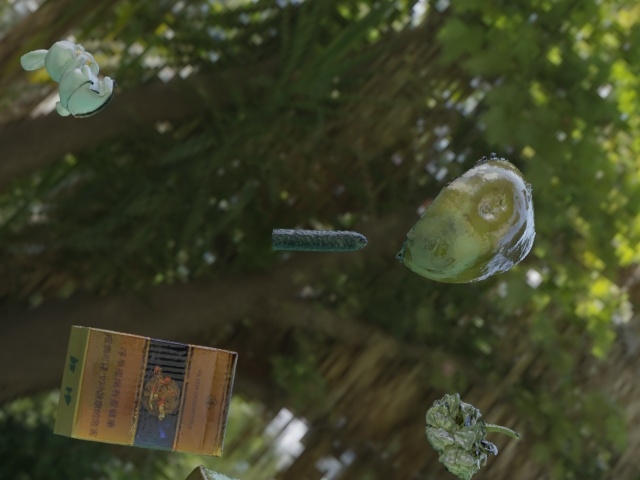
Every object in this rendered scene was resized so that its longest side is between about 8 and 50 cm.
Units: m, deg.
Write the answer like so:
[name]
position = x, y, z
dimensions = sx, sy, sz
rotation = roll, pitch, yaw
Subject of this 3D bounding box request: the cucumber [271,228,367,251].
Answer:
[cucumber]
position = 0.000, 0.000, 2.417
dimensions = 0.133, 0.032, 0.032
rotation = 1, -41, 11

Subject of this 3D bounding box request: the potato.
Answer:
[potato]
position = 0.217, -0.031, 2.209
dimensions = 0.098, 0.243, 0.138
rotation = 39, -45, 22

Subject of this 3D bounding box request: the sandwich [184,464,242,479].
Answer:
[sandwich]
position = -0.120, 0.359, 1.777
dimensions = 0.122, 0.236, 0.128
rotation = 22, 23, -36

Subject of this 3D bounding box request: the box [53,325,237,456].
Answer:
[box]
position = -0.238, 0.210, 2.417
dimensions = 0.237, 0.152, 0.070
rotation = 12, -6, -34

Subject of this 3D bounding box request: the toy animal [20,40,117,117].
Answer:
[toy animal]
position = -0.321, -0.218, 2.266
dimensions = 0.085, 0.071, 0.124
rotation = -51, -125, 30

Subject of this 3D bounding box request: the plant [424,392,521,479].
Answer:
[plant]
position = 0.207, 0.264, 2.404
dimensions = 0.122, 0.104, 0.117
rotation = -20, -75, 23
